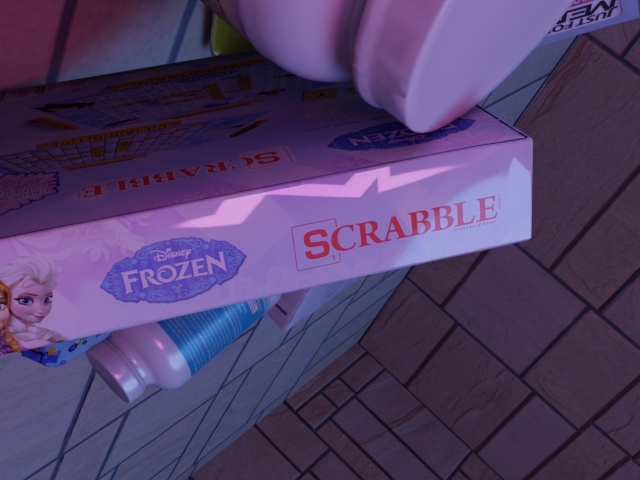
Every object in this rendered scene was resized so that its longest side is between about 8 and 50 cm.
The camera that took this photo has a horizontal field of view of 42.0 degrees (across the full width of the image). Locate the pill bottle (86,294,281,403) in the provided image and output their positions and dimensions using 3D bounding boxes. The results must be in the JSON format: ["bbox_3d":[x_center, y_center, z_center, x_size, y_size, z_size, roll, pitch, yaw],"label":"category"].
[{"bbox_3d":[-0.191,0.105,1.157,0.264,0.146,0.146,-40,164,-26],"label":"pill bottle"}]

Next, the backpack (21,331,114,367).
[{"bbox_3d":[-0.247,0.019,0.835,0.158,0.117,0.173,-31,156,-49],"label":"backpack"}]

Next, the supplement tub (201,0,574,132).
[{"bbox_3d":[-0.009,-0.233,0.431,0.235,0.325,0.235,-44,165,-15],"label":"supplement tub"}]

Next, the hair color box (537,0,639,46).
[{"bbox_3d":[0.167,-0.343,0.665,0.114,0.185,0.374,-13,153,19],"label":"hair color box"}]

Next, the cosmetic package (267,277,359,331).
[{"bbox_3d":[0.000,0.000,1.441,0.224,0.138,0.224,-32,160,-46],"label":"cosmetic package"}]

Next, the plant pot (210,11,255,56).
[{"bbox_3d":[0.039,-0.253,0.796,0.187,0.212,0.212,-56,171,-30],"label":"plant pot"}]

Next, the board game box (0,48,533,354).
[{"bbox_3d":[-0.076,-0.057,0.554,0.319,0.318,0.065,-12,116,-9],"label":"board game box"}]
